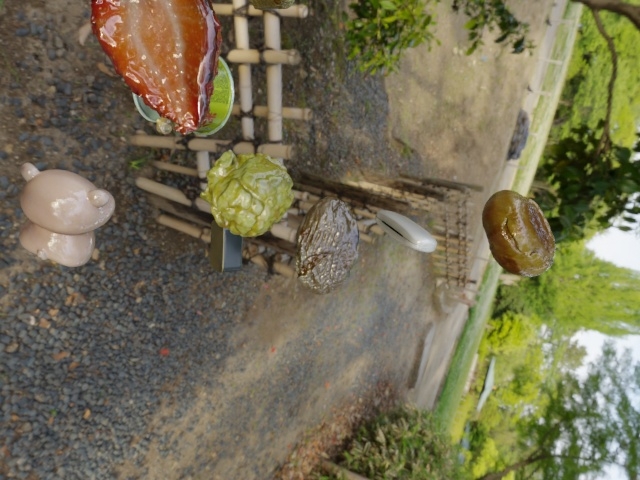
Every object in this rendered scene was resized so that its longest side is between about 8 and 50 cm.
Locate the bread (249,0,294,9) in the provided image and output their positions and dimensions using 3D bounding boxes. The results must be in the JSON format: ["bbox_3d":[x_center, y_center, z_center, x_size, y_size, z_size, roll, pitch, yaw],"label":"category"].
[{"bbox_3d":[-0.164,-0.805,1.521,0.087,0.269,0.098,-44,125,-2],"label":"bread"}]

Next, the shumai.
[{"bbox_3d":[-0.002,-0.001,1.669,0.283,0.217,0.346,-131,-136,-69],"label":"shumai"}]

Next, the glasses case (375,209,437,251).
[{"bbox_3d":[0.196,-0.024,1.082,0.074,0.193,0.049,8,109,-29],"label":"glasses case"}]

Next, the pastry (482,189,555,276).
[{"bbox_3d":[0.739,-0.032,1.720,0.356,0.164,0.355,18,60,-36],"label":"pastry"}]

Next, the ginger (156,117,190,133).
[{"bbox_3d":[-0.417,-0.343,1.350,0.096,0.067,0.165,62,35,-32],"label":"ginger"}]

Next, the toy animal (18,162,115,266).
[{"bbox_3d":[-0.642,-0.056,1.147,0.229,0.210,0.221,156,-44,-76],"label":"toy animal"}]

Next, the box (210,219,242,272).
[{"bbox_3d":[-0.375,0.023,1.857,0.090,0.144,0.200,-1,98,-32],"label":"box"}]

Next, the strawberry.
[{"bbox_3d":[-0.200,-0.266,0.652,0.174,0.228,0.098,-35,-178,-5],"label":"strawberry"}]

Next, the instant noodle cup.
[{"bbox_3d":[-0.486,-0.518,1.597,0.221,0.311,0.311,-15,119,-56],"label":"instant noodle cup"}]

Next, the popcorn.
[{"bbox_3d":[-0.199,-0.134,1.313,0.258,0.270,0.224,15,136,-38],"label":"popcorn"}]
